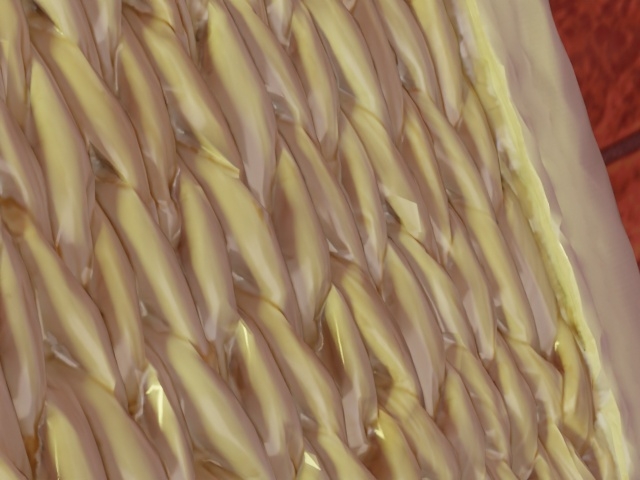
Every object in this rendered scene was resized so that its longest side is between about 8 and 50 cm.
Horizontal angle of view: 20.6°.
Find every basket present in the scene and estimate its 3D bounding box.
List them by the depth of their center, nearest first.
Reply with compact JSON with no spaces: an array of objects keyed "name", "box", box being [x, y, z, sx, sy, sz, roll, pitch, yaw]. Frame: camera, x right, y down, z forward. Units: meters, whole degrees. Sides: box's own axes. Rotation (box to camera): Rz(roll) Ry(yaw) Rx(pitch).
[{"name":"basket","box":[-0.133,-0.014,0.490,0.266,0.328,0.331,-27,98,-46]}]
